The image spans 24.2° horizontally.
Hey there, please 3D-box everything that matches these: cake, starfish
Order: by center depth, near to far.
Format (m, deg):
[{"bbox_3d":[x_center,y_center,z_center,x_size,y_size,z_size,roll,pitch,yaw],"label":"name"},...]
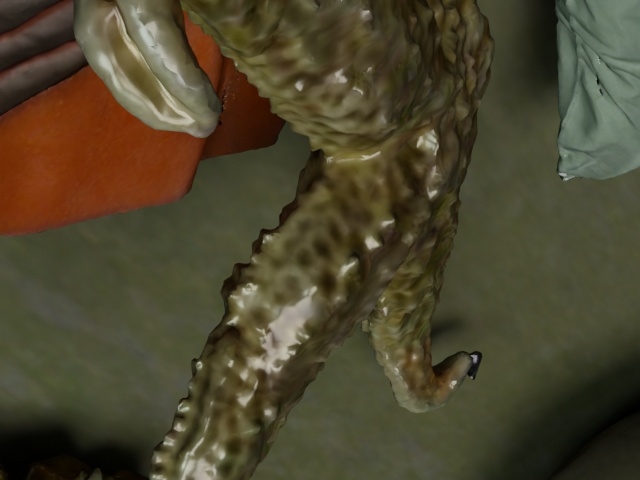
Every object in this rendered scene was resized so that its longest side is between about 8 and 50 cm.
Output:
[{"bbox_3d":[-0.131,-0.057,0.561,0.287,0.098,0.135,-24,147,-36],"label":"cake"},{"bbox_3d":[0.000,0.000,0.637,0.324,0.082,0.432,-48,153,-41],"label":"starfish"}]

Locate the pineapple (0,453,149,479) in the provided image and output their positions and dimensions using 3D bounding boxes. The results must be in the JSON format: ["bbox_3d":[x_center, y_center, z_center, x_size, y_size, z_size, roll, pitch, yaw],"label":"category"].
[{"bbox_3d":[-0.125,0.224,0.841,0.161,0.158,0.334,-20,137,-7],"label":"pineapple"}]

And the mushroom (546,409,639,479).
[{"bbox_3d":[0.275,0.251,0.959,0.297,0.290,0.297,-14,138,-13],"label":"mushroom"}]

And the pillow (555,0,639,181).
[{"bbox_3d":[0.215,-0.163,0.630,0.283,0.138,0.310,-24,141,-1],"label":"pillow"}]
